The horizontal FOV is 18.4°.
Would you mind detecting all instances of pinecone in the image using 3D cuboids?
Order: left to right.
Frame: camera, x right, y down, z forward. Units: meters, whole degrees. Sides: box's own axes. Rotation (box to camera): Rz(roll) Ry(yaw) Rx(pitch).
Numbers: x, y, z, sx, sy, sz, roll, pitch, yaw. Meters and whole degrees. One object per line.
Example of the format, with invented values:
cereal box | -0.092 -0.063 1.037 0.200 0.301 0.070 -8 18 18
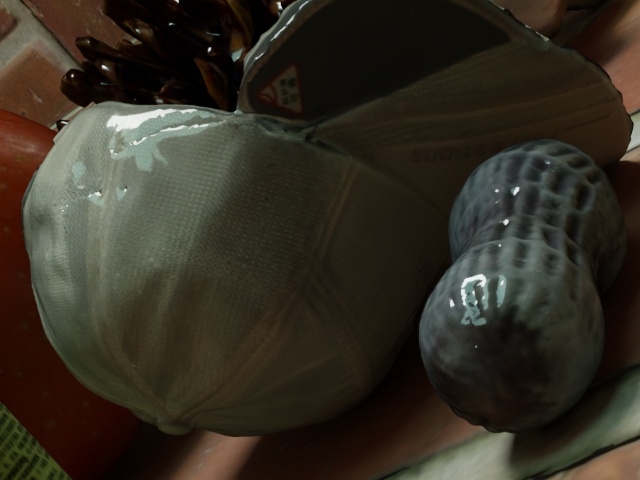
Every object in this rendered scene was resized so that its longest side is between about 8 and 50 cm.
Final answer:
pinecone | -0.069 -0.088 1.214 0.207 0.208 0.208 -39 13 11

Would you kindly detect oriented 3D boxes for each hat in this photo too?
hat | 0.007 -0.005 0.888 0.275 0.161 0.232 -19 -12 -7

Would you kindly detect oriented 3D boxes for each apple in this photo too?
apple | -0.208 0.042 1.093 0.260 0.216 0.260 -42 30 31

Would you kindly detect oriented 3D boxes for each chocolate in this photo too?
chocolate | 0.080 0.014 0.762 0.072 0.072 0.167 -34 17 28

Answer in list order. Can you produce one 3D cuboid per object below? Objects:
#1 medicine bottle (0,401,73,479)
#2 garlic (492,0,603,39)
medicine bottle | -0.176 0.106 0.818 0.124 0.239 0.124 -41 10 9
garlic | 0.065 -0.192 1.173 0.110 0.228 0.217 -58 -16 28
